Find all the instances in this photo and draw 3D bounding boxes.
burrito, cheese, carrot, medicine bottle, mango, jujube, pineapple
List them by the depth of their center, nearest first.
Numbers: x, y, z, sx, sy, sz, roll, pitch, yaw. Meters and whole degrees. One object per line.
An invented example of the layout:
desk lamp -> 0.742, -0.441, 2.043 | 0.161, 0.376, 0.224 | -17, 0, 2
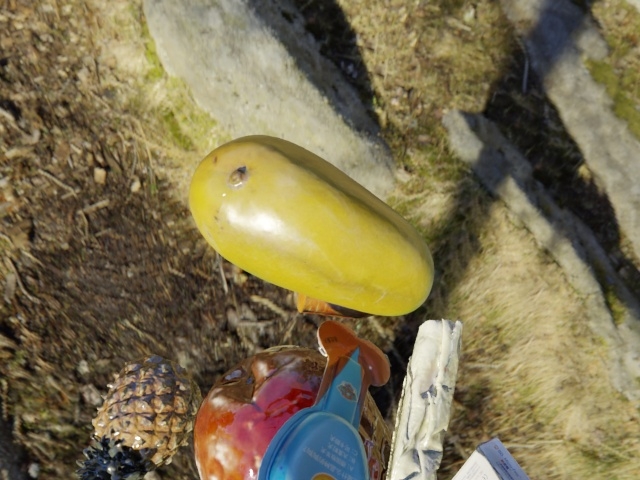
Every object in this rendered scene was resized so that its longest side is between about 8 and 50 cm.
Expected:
burrito -> 0.085, 0.155, 0.654 | 0.045, 0.041, 0.185 | 21, 71, -25
cheese -> 0.010, 0.166, 0.666 | 0.106, 0.037, 0.256 | 37, 36, -12
mango -> 0.000, 0.000, 0.686 | 0.251, 0.156, 0.114 | 34, 69, -23
jujube -> -0.016, 0.281, 0.943 | 0.223, 0.223, 0.317 | -35, 113, -17
pineapple -> -0.294, 0.311, 1.172 | 0.158, 0.157, 0.278 | 26, 49, 5
medicine bottle -> 0.271, 0.437, 1.235 | 0.052, 0.201, 0.171 | -12, 49, -35
carrot -> 0.030, 0.104, 1.257 | 0.139, 0.048, 0.048 | 12, 67, -23
